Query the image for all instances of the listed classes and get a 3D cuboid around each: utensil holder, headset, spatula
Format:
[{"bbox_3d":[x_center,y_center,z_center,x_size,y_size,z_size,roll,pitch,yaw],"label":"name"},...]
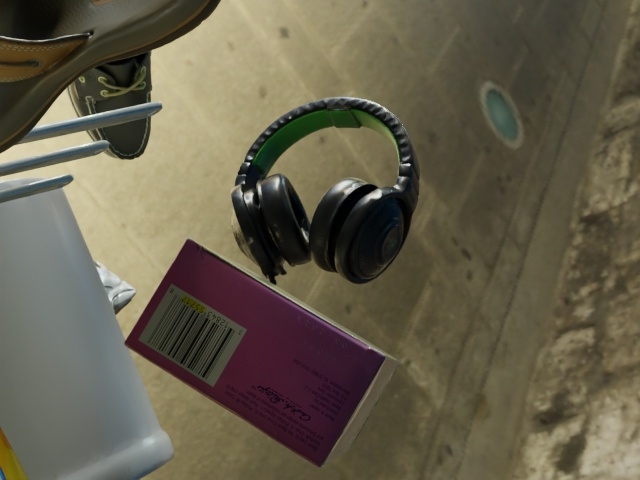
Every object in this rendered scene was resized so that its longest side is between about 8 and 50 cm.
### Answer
[{"bbox_3d":[-0.399,0.152,1.208,0.328,0.328,0.385,-16,84,-53],"label":"utensil holder"},{"bbox_3d":[0.000,0.000,1.267,0.185,0.244,0.394,58,41,-53],"label":"headset"},{"bbox_3d":[-0.234,-0.050,0.686,0.242,0.168,0.019,-26,85,-55],"label":"spatula"}]

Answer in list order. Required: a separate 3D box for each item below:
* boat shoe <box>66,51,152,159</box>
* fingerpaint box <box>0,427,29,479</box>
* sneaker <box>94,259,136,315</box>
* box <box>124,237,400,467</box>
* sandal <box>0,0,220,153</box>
[{"bbox_3d":[-0.267,-0.233,1.220,0.109,0.091,0.305,-17,120,-21],"label":"boat shoe"},{"bbox_3d":[-0.226,0.318,0.443,0.445,0.163,0.371,-91,164,-65],"label":"fingerpaint box"},{"bbox_3d":[-0.381,0.092,1.533,0.115,0.090,0.232,46,11,-4],"label":"sneaker"},{"bbox_3d":[-0.045,0.114,0.972,0.214,0.117,0.243,30,-3,11],"label":"box"},{"bbox_3d":[-0.122,-0.089,0.399,0.072,0.180,0.049,68,12,20],"label":"sandal"}]
